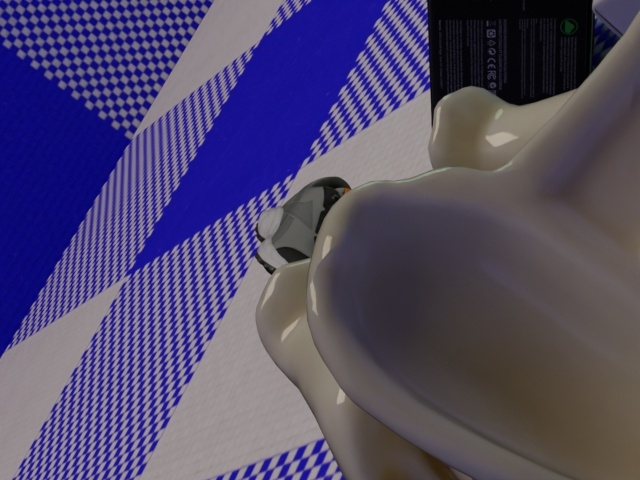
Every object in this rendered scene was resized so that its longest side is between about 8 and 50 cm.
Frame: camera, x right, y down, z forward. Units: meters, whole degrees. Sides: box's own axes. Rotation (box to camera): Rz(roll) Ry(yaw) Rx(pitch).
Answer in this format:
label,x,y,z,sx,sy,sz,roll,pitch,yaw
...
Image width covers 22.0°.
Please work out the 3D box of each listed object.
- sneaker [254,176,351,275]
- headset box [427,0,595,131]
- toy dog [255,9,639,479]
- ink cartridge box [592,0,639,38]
label,x,y,z,sx,sy,sz,roll,pitch,yaw
sneaker,0.000,0.000,1.655,0.108,0.100,0.271,-44,18,9
headset box,0.159,-0.222,1.407,0.283,0.131,0.246,-81,-10,-58
toy dog,0.170,0.074,0.732,0.284,0.395,0.408,-59,-4,-22
ink cartridge box,0.339,-0.280,1.273,0.211,0.121,0.289,-36,24,41
